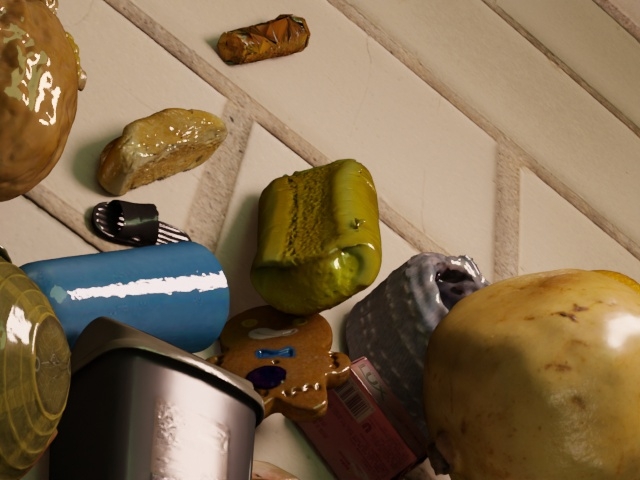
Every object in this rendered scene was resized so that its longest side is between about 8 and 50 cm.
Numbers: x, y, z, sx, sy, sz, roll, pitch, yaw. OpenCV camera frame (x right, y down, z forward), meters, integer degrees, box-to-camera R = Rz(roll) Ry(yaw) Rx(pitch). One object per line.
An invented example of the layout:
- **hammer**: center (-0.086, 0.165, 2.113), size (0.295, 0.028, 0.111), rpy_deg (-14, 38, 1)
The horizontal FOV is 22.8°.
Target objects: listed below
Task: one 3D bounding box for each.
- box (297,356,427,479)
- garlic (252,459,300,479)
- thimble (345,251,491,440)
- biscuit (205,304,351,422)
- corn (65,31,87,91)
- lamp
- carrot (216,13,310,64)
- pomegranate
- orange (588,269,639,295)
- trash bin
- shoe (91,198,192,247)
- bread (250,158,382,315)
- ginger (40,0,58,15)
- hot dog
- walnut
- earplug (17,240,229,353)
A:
- **box**: center (0.050, 0.233, 1.946), size (0.156, 0.111, 0.060), rpy_deg (55, 24, 9)
- **garlic**: center (-0.034, 0.306, 1.773), size (0.174, 0.099, 0.124), rpy_deg (37, 16, -15)
- **thimble**: center (0.160, 0.139, 2.142), size (0.205, 0.172, 0.236), rpy_deg (25, 35, -39)
- **biscuit**: center (-0.054, 0.142, 1.906), size (0.180, 0.039, 0.236), rpy_deg (-3, 27, -2)
- **corn**: center (-0.422, -0.245, 1.908), size (0.322, 0.119, 0.119), rpy_deg (20, 39, -32)
- **lamp**: center (-0.373, 0.125, 1.441), size (0.250, 0.284, 0.250), rpy_deg (-5, 90, -82)
- **carrot**: center (-0.084, -0.314, 2.480), size (0.069, 0.069, 0.228), rpy_deg (51, 31, 7)
- **pomegranate**: center (0.268, 0.189, 1.888), size (0.332, 0.332, 0.332), rpy_deg (32, 33, -24)
- **orange**: center (0.400, 0.156, 2.366), size (0.236, 0.236, 0.236), rpy_deg (32, 33, -24)
- **trash bin**: center (-0.172, 0.227, 1.610), size (0.209, 0.182, 0.290), rpy_deg (29, 40, -30)
- **shoe**: center (-0.212, -0.022, 1.976), size (0.159, 0.053, 0.062), rpy_deg (21, 42, -42)
- **bread**: center (0.000, 0.000, 2.064), size (0.383, 0.166, 0.112), rpy_deg (-91, 166, -71)
- **ginger**: center (-0.420, -0.356, 2.087), size (0.190, 0.069, 0.095), rpy_deg (42, 25, -8)
- **hot dog**: center (-0.211, -0.125, 2.066), size (0.073, 0.084, 0.242), rpy_deg (52, 31, 6)
- **walnut**: center (-0.382, -0.158, 1.743), size (0.224, 0.257, 0.257), rpy_deg (9, 39, -6)
- **earplug**: center (-0.242, 0.071, 1.759), size (0.273, 0.132, 0.132), rpy_deg (-3, 56, -49)
